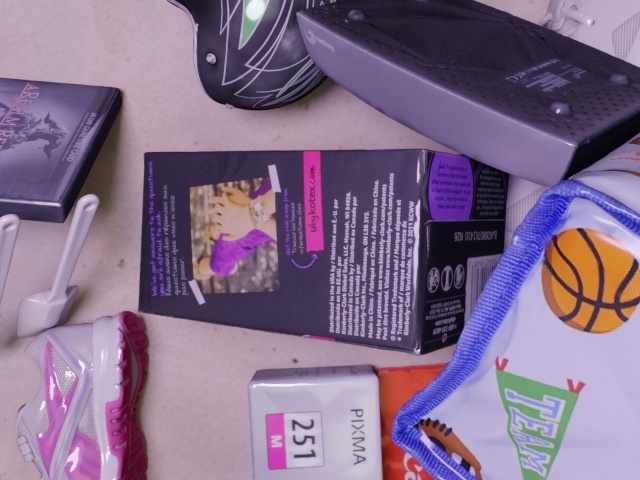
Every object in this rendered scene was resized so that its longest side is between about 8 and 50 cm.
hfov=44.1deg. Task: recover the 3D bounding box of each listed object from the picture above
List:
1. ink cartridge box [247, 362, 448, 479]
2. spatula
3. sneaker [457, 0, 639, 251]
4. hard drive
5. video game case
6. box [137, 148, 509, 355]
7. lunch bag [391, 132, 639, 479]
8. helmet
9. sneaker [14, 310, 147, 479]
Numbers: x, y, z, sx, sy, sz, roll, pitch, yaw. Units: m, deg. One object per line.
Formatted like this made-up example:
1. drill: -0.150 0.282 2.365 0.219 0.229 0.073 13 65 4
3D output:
1. ink cartridge box: 0.056 0.262 0.780 0.238 0.060 0.275 -3 92 1
2. spatula: -0.274 0.040 0.671 0.168 0.242 0.019 -13 62 -37
3. sneaker: 0.201 -0.112 0.710 0.257 0.169 0.448 -8 95 -2
4. hard drive: 0.120 -0.129 0.611 0.254 0.172 0.054 34 134 32
5. video game case: -0.339 -0.094 0.712 0.274 0.196 0.026 4 129 0
6. box: 0.000 0.000 0.660 0.270 0.165 0.144 4 93 34
7. lunch bag: 0.300 0.099 0.444 0.385 0.327 0.239 39 127 21
8. helmet: -0.048 -0.204 0.705 0.169 0.169 0.162 -33 70 1
9. sneaker: -0.233 0.193 0.763 0.111 0.103 0.253 1 86 4
